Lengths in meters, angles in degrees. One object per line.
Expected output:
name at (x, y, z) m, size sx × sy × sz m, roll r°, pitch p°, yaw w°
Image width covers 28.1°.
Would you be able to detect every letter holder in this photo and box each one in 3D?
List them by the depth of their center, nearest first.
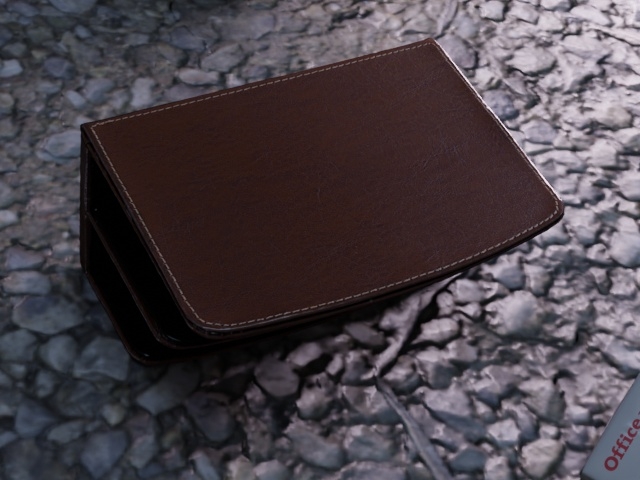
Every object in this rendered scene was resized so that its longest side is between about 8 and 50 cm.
letter holder at (0.000, 0.000, 0.956) m, size 0.302 × 0.152 × 0.214 m, roll -18°, pitch 54°, yaw -25°

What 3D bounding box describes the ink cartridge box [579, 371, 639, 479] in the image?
ink cartridge box at (0.268, 0.158, 0.882) m, size 0.150 × 0.063 × 0.109 m, roll 30°, pitch 81°, yaw 17°
